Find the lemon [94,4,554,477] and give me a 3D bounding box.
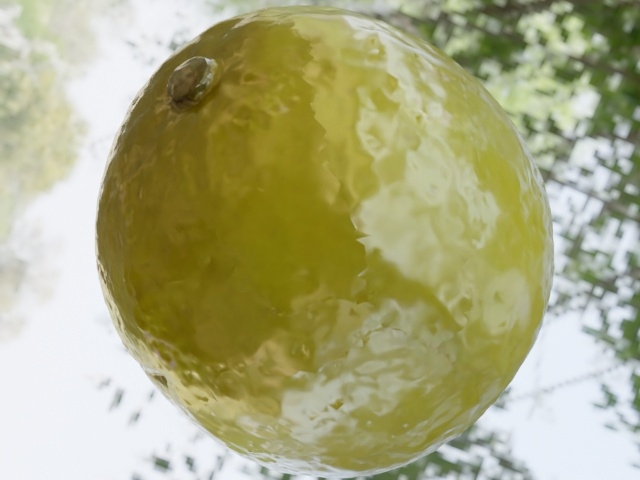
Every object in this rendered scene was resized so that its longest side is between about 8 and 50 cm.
[{"bbox_3d":[0.000,0.000,1.308,0.348,0.348,0.348,-158,-90,-79],"label":"lemon"}]
